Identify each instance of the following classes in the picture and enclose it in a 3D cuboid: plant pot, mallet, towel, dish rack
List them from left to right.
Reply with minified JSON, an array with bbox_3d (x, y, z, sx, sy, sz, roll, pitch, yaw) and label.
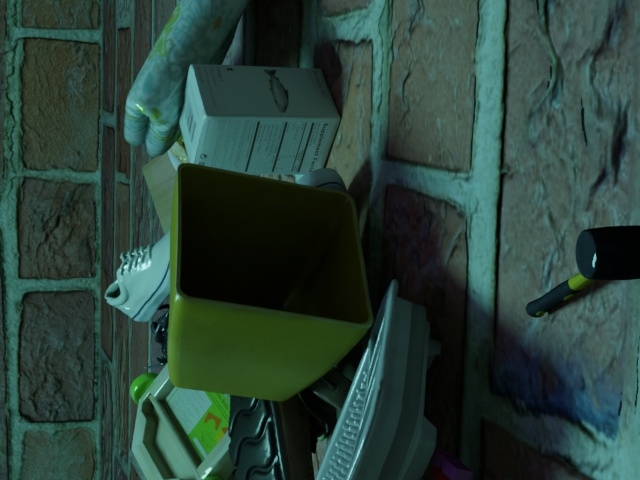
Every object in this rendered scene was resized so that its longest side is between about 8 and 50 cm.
[{"bbox_3d":[-0.180,-0.287,1.624,0.320,0.090,0.374,-64,7,-8],"label":"towel"},{"bbox_3d":[-0.080,0.066,1.263,0.212,0.212,0.187,-97,23,-46],"label":"plant pot"},{"bbox_3d":[0.044,0.232,1.105,0.285,0.072,0.332,-75,4,-65],"label":"dish rack"},{"bbox_3d":[0.193,0.031,0.857,0.190,0.062,0.039,136,132,-64],"label":"mallet"}]

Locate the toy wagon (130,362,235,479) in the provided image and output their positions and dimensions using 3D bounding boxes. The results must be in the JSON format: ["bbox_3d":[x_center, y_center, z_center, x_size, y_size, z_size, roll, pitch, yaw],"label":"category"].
[{"bbox_3d":[-0.150,0.223,1.649,0.344,0.068,0.267,-52,44,9],"label":"toy wagon"}]

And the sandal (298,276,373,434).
[{"bbox_3d":[0.018,0.183,1.312,0.120,0.086,0.302,138,129,-64],"label":"sandal"}]

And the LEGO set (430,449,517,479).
[{"bbox_3d":[0.162,0.262,0.906,0.227,0.087,0.093,29,102,68],"label":"LEGO set"}]

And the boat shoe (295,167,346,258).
[{"bbox_3d":[0.000,0.000,1.397,0.226,0.083,0.075,99,149,-57],"label":"boat shoe"}]

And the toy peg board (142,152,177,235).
[{"bbox_3d":[-0.202,-0.090,1.891,0.161,0.079,0.160,-32,71,31],"label":"toy peg board"}]

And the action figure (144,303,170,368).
[{"bbox_3d":[-0.190,0.117,1.825,0.275,0.141,0.164,-66,30,18],"label":"action figure"}]

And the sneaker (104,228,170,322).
[{"bbox_3d":[-0.279,0.048,1.785,0.258,0.091,0.094,-53,25,43],"label":"sneaker"}]

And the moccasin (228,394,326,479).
[{"bbox_3d":[-0.045,0.198,1.441,0.139,0.147,0.380,-55,34,37],"label":"moccasin"}]

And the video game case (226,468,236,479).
[{"bbox_3d":[-0.159,0.440,1.742,0.269,0.061,0.244,115,149,-50],"label":"video game case"}]

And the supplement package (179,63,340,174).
[{"bbox_3d":[-0.081,-0.156,1.443,0.105,0.179,0.105,109,152,-43],"label":"supplement package"}]

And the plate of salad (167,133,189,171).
[{"bbox_3d":[-0.186,-0.186,1.806,0.200,0.048,0.199,-2,86,35],"label":"plate of salad"}]
